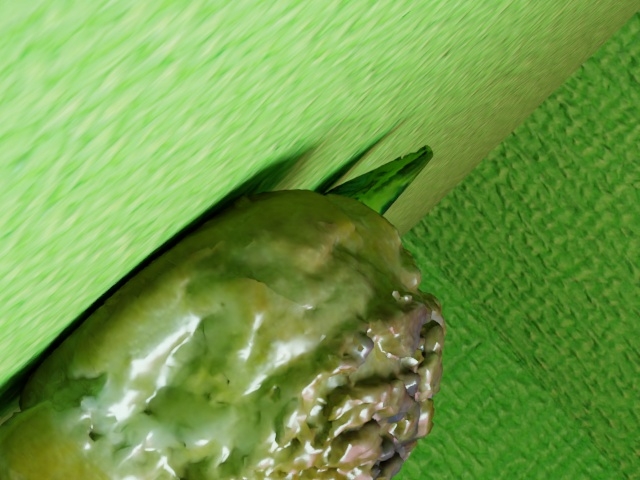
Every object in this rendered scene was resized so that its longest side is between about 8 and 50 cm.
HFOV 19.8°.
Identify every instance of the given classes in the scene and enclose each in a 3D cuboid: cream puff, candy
[{"bbox_3d":[-0.060,0.122,1.317,0.343,0.231,0.327,-38,179,-38],"label":"cream puff"},{"bbox_3d":[0.000,0.000,1.730,0.149,0.069,0.246,-44,175,-45],"label":"candy"}]
